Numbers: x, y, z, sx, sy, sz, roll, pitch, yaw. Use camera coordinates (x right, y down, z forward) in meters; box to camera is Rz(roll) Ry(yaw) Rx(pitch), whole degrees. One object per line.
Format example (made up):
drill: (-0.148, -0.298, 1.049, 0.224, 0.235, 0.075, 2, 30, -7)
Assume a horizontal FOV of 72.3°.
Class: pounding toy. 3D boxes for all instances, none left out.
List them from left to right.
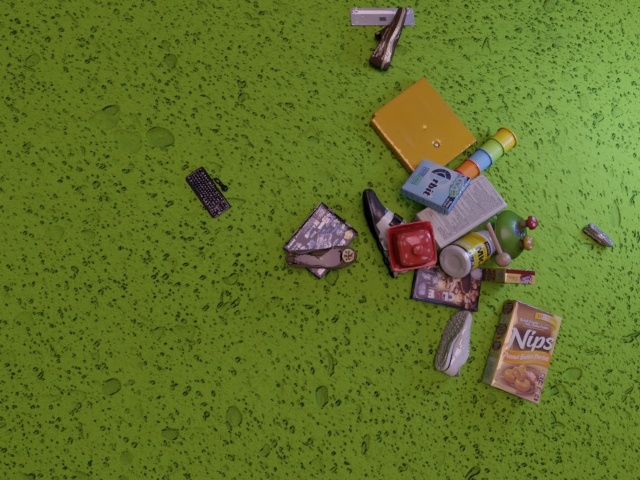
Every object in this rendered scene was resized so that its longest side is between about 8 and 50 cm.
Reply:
pounding toy: (0.699, -0.016, 1.550, 0.236, 0.110, 0.183, -23, 101, -42)

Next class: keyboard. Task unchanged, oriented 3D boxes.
keyboard: (-0.389, -0.180, 1.559, 0.108, 0.023, 0.180, -35, 88, -10)
keyboard: (0.245, -0.883, 1.729, 0.255, 0.014, 0.072, -3, 88, -6)

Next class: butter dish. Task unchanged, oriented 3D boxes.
butter dish: (0.310, 0.024, 1.444, 0.160, 0.118, 0.160, -10, 96, 1)

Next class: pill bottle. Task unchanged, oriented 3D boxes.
pill bottle: (0.526, 0.041, 1.546, 0.208, 0.119, 0.119, -25, 85, -35)

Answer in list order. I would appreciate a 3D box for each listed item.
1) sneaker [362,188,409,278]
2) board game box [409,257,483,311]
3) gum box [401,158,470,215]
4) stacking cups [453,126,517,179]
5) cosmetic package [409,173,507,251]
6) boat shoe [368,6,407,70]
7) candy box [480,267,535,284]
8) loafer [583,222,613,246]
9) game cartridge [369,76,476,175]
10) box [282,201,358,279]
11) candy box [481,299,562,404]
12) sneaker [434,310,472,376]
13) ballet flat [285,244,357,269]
sneaker: (0.256, -0.045, 1.560, 0.146, 0.122, 0.331, -24, 95, -3)
board game box: (0.459, 0.156, 1.592, 0.243, 0.042, 0.165, 12, 81, -4)
gum box: (0.403, -0.191, 1.535, 0.184, 0.041, 0.157, 30, 68, 25)
stacking cups: (0.589, -0.300, 1.652, 0.316, 0.096, 0.096, -37, 87, -6)
cosmetic package: (0.491, -0.091, 1.578, 0.296, 0.129, 0.153, -30, 77, -9)
boat shoe: (0.254, -0.784, 1.676, 0.095, 0.095, 0.258, 19, 81, 3)
candy box: (0.653, 0.125, 1.544, 0.109, 0.186, 0.053, 5, 85, -6)
loafer: (1.070, -0.017, 1.688, 0.125, 0.039, 0.045, 42, 47, -2)
game cartridge: (0.384, -0.417, 1.664, 0.285, 0.053, 0.324, -37, 85, -9)
box: (0.000, 0.000, 1.560, 0.175, 0.051, 0.220, 39, 80, 0)
candy box: (0.717, 0.392, 1.564, 0.182, 0.087, 0.317, 22, 81, -3)
sneaker: (0.489, 0.364, 1.555, 0.094, 0.090, 0.235, 26, 84, -14)
ballet flat: (0.004, 0.058, 1.497, 0.249, 0.058, 0.084, -1, 84, -6)
